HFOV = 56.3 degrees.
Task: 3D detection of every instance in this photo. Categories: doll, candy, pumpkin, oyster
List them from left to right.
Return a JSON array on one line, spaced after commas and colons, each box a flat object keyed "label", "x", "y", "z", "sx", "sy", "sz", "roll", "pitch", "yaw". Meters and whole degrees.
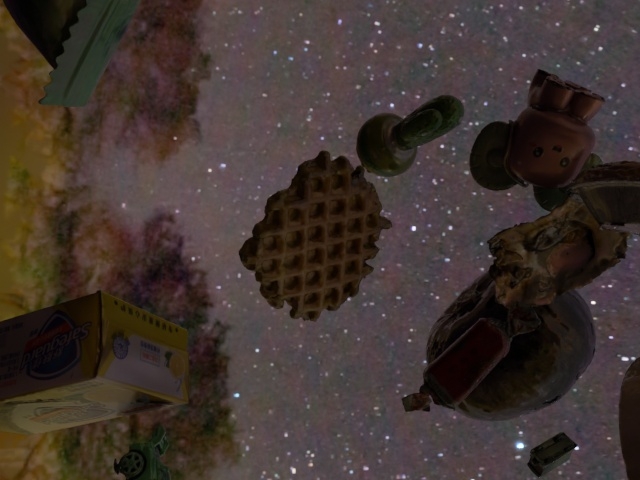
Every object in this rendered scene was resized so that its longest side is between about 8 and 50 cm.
[{"label": "candy", "x": -0.393, "y": -0.409, "z": 0.859, "sx": 0.398, "sy": 0.172, "sz": 0.263, "roll": 50, "pitch": -61, "yaw": 16}, {"label": "candy", "x": 0.263, "y": 0.214, "z": 1.061, "sx": 0.292, "sy": 0.059, "sz": 0.086, "roll": -45, "pitch": -102, "yaw": 5}, {"label": "pumpkin", "x": 0.490, "y": 0.272, "z": 1.559, "sx": 0.344, "sy": 0.454, "sz": 0.454, "roll": 48, "pitch": -38, "yaw": -1}, {"label": "doll", "x": 0.486, "y": -0.210, "z": 1.300, "sx": 0.216, "sy": 0.284, "sz": 0.268, "roll": -69, "pitch": -179, "yaw": -64}, {"label": "oyster", "x": 0.509, "y": 0.009, "z": 1.249, "sx": 0.355, "sy": 0.201, "sz": 0.107, "roll": -29, "pitch": -169, "yaw": 18}]

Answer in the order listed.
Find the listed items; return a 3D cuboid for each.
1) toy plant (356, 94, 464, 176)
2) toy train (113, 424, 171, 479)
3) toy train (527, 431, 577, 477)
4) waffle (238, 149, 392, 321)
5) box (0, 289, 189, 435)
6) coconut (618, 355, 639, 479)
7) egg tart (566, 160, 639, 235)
[{"label": "toy plant", "x": 0.260, "y": -0.297, "z": 1.640, "sx": 0.316, "sy": 0.224, "sz": 0.184, "roll": -19, "pitch": -87, "yaw": 51}, {"label": "toy train", "x": -0.259, "y": 0.367, "z": 0.898, "sx": 0.099, "sy": 0.081, "sz": 0.149, "roll": 99, "pitch": -26, "yaw": -49}, {"label": "toy train", "x": 0.422, "y": 0.392, "z": 1.092, "sx": 0.038, "sy": 0.093, "sz": 0.056, "roll": 47, "pitch": -32, "yaw": 45}, {"label": "waffle", "x": 0.001, "y": 0.001, "z": 0.900, "sx": 0.245, "sy": 0.254, "sz": 0.052, "roll": -49, "pitch": -137, "yaw": -8}, {"label": "box", "x": -0.312, "y": 0.158, "z": 0.723, "sx": 0.265, "sy": 0.168, "sz": 0.097, "roll": -15, "pitch": -119, "yaw": 18}, {"label": "coconut", "x": 0.415, "y": 0.202, "z": 0.505, "sx": 0.323, "sy": 0.323, "sz": 0.322, "roll": -20, "pitch": -113, "yaw": 59}, {"label": "egg tart", "x": 0.498, "y": -0.055, "z": 0.907, "sx": 0.234, "sy": 0.234, "sz": 0.094, "roll": 2, "pitch": -98, "yaw": 61}]
